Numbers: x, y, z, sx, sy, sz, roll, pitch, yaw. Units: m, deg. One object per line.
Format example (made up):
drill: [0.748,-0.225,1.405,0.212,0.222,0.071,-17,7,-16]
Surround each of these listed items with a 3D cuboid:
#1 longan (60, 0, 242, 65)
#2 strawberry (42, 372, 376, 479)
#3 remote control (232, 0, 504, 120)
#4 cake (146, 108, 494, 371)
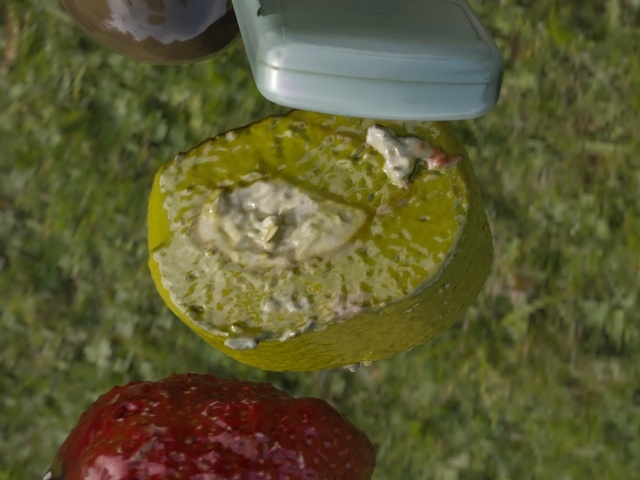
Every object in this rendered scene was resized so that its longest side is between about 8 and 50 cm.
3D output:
longan: [-0.122,-0.223,1.349,0.159,0.185,0.204,-26,87,15]
strawberry: [-0.085,0.226,1.641,0.277,0.257,0.257,-26,123,-1]
remote control: [0.021,-0.132,1.114,0.140,0.296,0.056,2,111,-8]
cake: [0.000,0.000,1.453,0.260,0.179,0.156,-21,155,7]
